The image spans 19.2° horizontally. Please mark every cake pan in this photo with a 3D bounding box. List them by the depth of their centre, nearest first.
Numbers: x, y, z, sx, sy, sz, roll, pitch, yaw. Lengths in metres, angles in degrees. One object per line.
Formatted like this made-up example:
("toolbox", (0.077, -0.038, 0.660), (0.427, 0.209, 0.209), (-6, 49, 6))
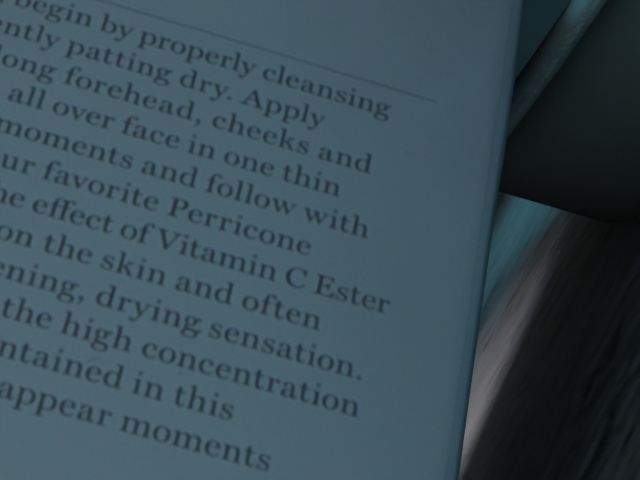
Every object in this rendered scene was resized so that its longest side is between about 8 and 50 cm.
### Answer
("cake pan", (0.121, -0.127, 0.524), (0.293, 0.054, 0.293), (-61, 3, 5))

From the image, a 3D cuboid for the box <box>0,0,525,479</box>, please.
("box", (-0.062, 0.007, 0.471), (0.215, 0.168, 0.345), (113, 172, -51))
